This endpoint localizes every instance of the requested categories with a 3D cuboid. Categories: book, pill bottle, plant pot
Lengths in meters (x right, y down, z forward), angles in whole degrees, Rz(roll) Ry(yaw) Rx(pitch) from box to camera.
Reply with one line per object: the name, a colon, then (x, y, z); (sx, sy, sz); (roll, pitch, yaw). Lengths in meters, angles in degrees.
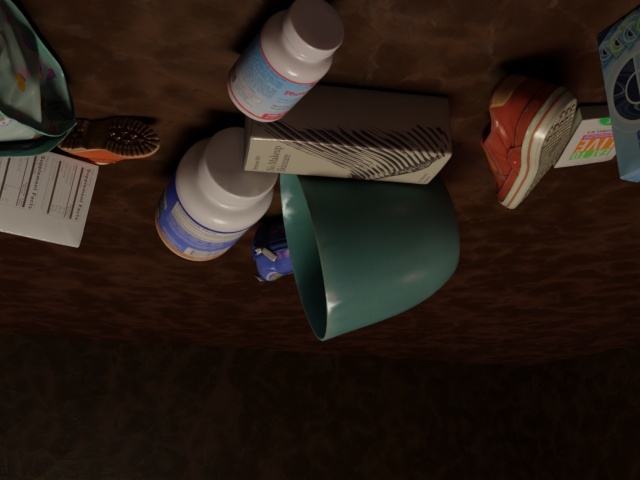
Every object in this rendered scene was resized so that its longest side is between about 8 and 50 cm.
book: (0.414, -0.159, 1.029); (0.096, 0.035, 0.144); (-4, 160, 1)
pill bottle: (-0.040, -0.206, 0.789); (0.087, 0.087, 0.160); (10, 160, -27)
pill bottle: (-0.164, -0.073, 1.090); (0.152, 0.152, 0.272); (8, 159, -22)
plant pot: (0.082, -0.006, 1.109); (0.235, 0.293, 0.293); (-11, 163, -11)

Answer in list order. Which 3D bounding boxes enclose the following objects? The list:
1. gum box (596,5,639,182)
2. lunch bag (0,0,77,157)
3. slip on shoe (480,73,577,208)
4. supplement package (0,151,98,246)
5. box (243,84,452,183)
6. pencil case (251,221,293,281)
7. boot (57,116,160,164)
gum box: (0.377, -0.175, 0.729); (0.041, 0.184, 0.157); (8, 160, -23)
lunch bag: (-0.427, -0.174, 0.785); (0.224, 0.160, 0.262); (-3, 173, -1)
slip on shoe: (0.286, -0.139, 0.988); (0.101, 0.123, 0.331); (37, 175, 19)
supplement package: (-0.486, -0.083, 1.032); (0.244, 0.133, 0.139); (16, 176, -39)
box: (0.034, -0.148, 0.955); (0.275, 0.094, 0.113); (2, 161, -9)
pencil case: (0.000, 0.000, 1.356); (0.306, 0.119, 0.133); (-13, 174, 31)
boot: (-0.308, -0.144, 1.034); (0.158, 0.059, 0.084); (5, 166, 10)
